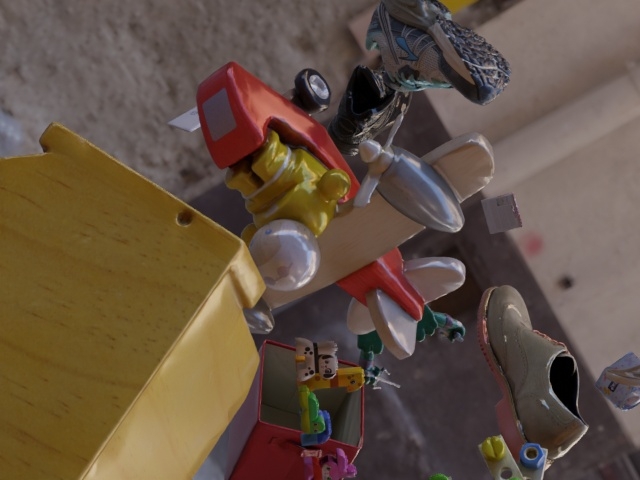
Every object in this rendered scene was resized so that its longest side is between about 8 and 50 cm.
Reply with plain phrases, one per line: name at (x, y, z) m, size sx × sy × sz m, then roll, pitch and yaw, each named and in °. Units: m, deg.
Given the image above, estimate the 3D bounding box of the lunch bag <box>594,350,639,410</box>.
lunch bag at (0.499, 0.232, 2.124) m, size 0.071 × 0.083 × 0.053 m, roll 49°, pitch -10°, yaw 49°

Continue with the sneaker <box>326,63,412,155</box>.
sneaker at (0.098, -0.239, 2.079) m, size 0.087 × 0.130 × 0.227 m, roll 38°, pitch 48°, yaw 8°

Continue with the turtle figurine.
turtle figurine at (0.117, 0.140, 1.948) m, size 0.118 × 0.175 × 0.234 m, roll 55°, pitch 0°, yaw 12°

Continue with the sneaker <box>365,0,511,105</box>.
sneaker at (0.149, -0.237, 1.727) m, size 0.110 × 0.122 × 0.283 m, roll 17°, pitch 24°, yaw -34°

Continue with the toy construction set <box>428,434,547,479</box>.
toy construction set at (0.215, 0.410, 1.628) m, size 0.328 × 0.215 × 0.151 m, roll -100°, pitch 173°, yaw -46°

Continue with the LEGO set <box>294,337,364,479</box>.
LEGO set at (0.017, 0.220, 1.777) m, size 0.087 × 0.093 × 0.227 m, roll -103°, pitch -172°, yaw -67°

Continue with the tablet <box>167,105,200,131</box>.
tablet at (-0.184, -0.187, 1.955) m, size 0.054 × 0.083 × 0.006 m, roll 21°, pitch -47°, yaw 39°

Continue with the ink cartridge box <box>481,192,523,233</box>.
ink cartridge box at (0.324, -0.049, 2.267) m, size 0.115 × 0.029 × 0.063 m, roll -13°, pitch -87°, yaw 68°

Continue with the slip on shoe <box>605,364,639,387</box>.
slip on shoe at (0.488, 0.196, 1.927) m, size 0.051 × 0.135 × 0.041 m, roll -125°, pitch -139°, yaw -86°

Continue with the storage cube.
storage cube at (-0.044, 0.316, 2.201) m, size 0.183 × 0.193 × 0.215 m, roll 16°, pitch 38°, yaw -12°

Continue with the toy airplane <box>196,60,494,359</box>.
toy airplane at (0.000, 0.000, 1.623) m, size 0.272 × 0.384 × 0.386 m, roll -51°, pitch 154°, yaw -57°

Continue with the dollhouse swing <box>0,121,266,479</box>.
dollhouse swing at (-0.252, 0.134, 1.327) m, size 0.315 × 0.347 × 0.305 m, roll 33°, pitch -18°, yaw 3°

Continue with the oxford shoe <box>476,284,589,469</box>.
oxford shoe at (0.375, 0.214, 2.242) m, size 0.140 × 0.146 × 0.397 m, roll 34°, pitch 31°, yaw -35°
